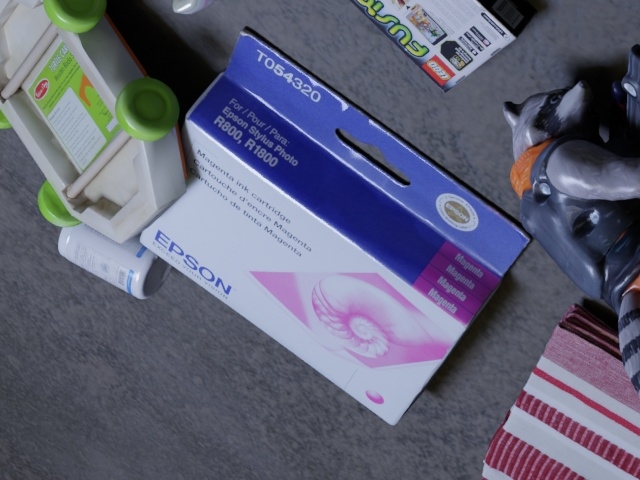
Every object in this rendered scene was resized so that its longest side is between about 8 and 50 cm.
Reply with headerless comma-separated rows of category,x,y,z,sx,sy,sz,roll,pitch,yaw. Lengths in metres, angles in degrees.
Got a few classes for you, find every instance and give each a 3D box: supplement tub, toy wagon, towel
supplement tub,-0.213,0.009,2.092,0.107,0.071,0.071,28,146,18
toy wagon,-0.253,-0.164,1.883,0.344,0.068,0.267,57,149,2
towel,0.288,0.203,1.864,0.237,0.037,0.329,31,149,8

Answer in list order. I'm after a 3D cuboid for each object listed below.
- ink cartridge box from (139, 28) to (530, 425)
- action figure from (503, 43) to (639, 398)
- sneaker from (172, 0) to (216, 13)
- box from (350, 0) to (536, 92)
ink cartridge box,0.000,0.000,1.872,0.324,0.071,0.330,36,149,6
action figure,0.235,-0.020,1.460,0.330,0.178,0.341,55,166,42
sneaker,-0.163,-0.279,1.649,0.252,0.111,0.103,31,147,12
box,0.061,-0.218,1.569,0.207,0.036,0.114,44,148,-7
